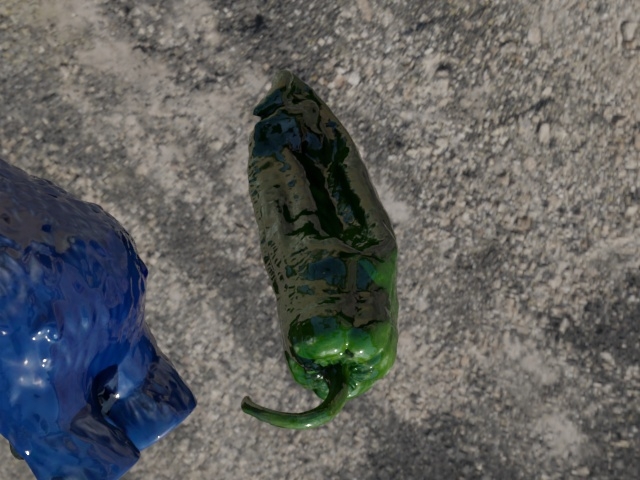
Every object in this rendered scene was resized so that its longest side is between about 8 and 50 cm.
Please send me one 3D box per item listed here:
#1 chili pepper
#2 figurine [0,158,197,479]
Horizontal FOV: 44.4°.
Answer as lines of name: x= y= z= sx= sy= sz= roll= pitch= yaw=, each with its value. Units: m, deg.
chili pepper: x=-0.001 y=-0.004 z=0.481 sx=0.100 sy=0.257 sz=0.074 roll=13 pitch=131 yaw=-27
figurine: x=-0.159 y=0.003 z=0.347 sx=0.120 sy=0.164 sz=0.262 roll=-41 pitch=104 yaw=12
